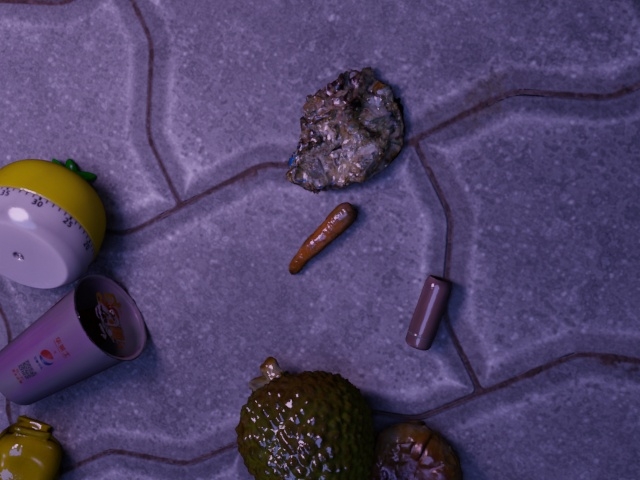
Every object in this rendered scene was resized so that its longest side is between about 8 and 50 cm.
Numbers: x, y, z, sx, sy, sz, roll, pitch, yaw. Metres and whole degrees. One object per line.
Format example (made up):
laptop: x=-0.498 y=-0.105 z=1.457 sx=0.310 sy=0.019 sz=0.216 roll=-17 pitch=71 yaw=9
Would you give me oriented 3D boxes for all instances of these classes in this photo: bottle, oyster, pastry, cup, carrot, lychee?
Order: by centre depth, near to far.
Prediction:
lychee: x=-0.028 y=0.364 z=1.696 sx=0.270 sy=0.319 sz=0.269 roll=4 pitch=135 yaw=4
bottle: x=0.205 y=0.138 z=1.725 sx=0.053 sy=0.053 sz=0.140 roll=21 pitch=99 yaw=13
oyster: x=0.040 y=-0.199 z=1.729 sx=0.260 sy=0.092 sz=0.198 roll=-36 pitch=88 yaw=12
pastry: x=0.172 y=0.462 z=1.735 sx=0.229 sy=0.100 sz=0.218 roll=33 pitch=102 yaw=12
carrot: x=0.000 y=0.000 z=1.777 sx=0.047 sy=0.047 sz=0.191 roll=46 pitch=106 yaw=8
cup: x=-0.530 y=0.219 z=1.877 sx=0.288 sy=0.203 sz=0.203 roll=-32 pitch=86 yaw=21

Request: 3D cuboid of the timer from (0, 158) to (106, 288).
timer: x=-0.549 y=-0.067 z=1.843 sx=0.285 sy=0.285 sz=0.285 roll=1 pitch=95 yaw=15

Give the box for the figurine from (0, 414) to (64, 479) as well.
figurine: x=-0.665 y=0.535 z=1.923 sx=0.169 sy=0.218 sz=0.326 roll=36 pitch=82 yaw=-10
